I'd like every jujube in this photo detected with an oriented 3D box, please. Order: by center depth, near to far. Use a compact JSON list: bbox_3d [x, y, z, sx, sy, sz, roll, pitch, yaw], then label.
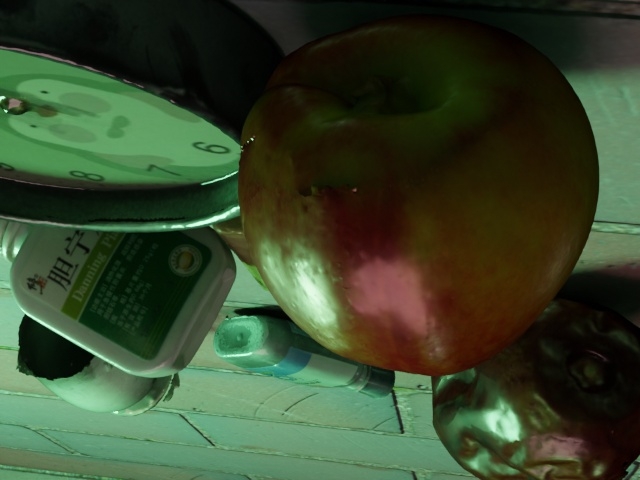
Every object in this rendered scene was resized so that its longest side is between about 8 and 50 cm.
[{"bbox_3d":[0.189,0.129,1.161,0.183,0.183,0.243,9,159,-6],"label":"jujube"}]

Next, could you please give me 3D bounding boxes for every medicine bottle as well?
[{"bbox_3d":[-0.159,0.013,0.981,0.183,0.119,0.069,29,178,11],"label":"medicine bottle"},{"bbox_3d":[-0.008,0.121,1.399,0.208,0.054,0.090,22,158,-40],"label":"medicine bottle"}]

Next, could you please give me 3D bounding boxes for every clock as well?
[{"bbox_3d":[-0.177,-0.082,0.792,0.318,0.066,0.319,8,163,2],"label":"clock"}]

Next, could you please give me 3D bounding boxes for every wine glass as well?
[{"bbox_3d":[-0.222,0.115,1.373,0.111,0.111,0.204,3,166,15],"label":"wine glass"}]

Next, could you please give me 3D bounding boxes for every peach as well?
[{"bbox_3d":[0.051,-0.018,0.699,0.197,0.197,0.197,7,163,2],"label":"peach"}]

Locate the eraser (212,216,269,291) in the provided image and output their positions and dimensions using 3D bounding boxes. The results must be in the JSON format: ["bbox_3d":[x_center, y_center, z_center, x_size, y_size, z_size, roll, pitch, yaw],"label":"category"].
[{"bbox_3d":[0.000,0.000,0.992,0.117,0.058,0.172,4,163,12],"label":"eraser"}]
